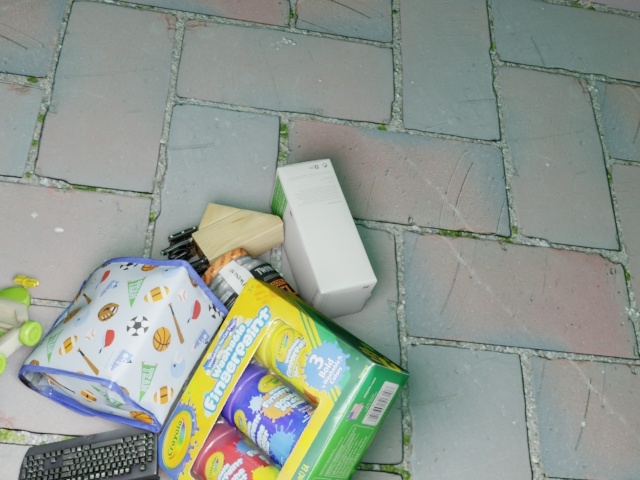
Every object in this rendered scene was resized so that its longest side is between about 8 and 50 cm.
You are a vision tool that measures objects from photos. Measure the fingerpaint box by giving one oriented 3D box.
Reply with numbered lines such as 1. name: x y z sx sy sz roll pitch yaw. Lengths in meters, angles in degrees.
1. fingerpaint box: -0.095 0.358 1.661 0.371 0.163 0.445 32 93 38

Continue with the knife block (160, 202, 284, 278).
1. knife block: -0.249 0.033 2.035 0.275 0.088 0.242 11 58 7

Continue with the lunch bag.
1. lunch bag: -0.449 0.217 1.804 0.385 0.239 0.328 3 50 34

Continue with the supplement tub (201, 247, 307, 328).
1. supplement tub: -0.135 0.179 1.938 0.193 0.193 0.316 -37 74 -27

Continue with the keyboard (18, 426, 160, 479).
1. keyboard: -0.485 0.502 1.699 0.317 0.033 0.201 -14 61 10

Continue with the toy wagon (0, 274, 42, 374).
1. toy wagon: -0.753 0.194 1.816 0.267 0.068 0.344 12 32 19

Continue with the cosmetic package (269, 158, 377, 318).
1. cosmetic package: 0.000 0.000 2.070 0.155 0.197 0.365 -11 62 -17
